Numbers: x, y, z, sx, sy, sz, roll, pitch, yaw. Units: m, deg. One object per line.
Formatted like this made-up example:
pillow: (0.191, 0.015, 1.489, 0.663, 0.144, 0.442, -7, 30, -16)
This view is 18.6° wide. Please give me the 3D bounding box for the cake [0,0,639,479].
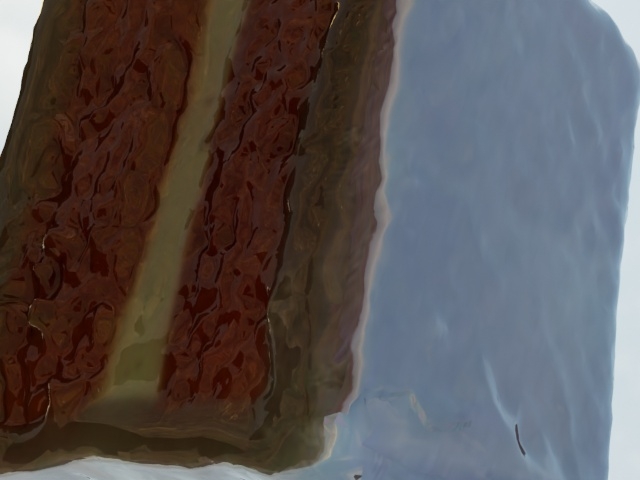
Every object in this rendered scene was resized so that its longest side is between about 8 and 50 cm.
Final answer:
cake: (0.000, 0.000, 0.887, 0.237, 0.230, 0.309, -6, -120, 34)
